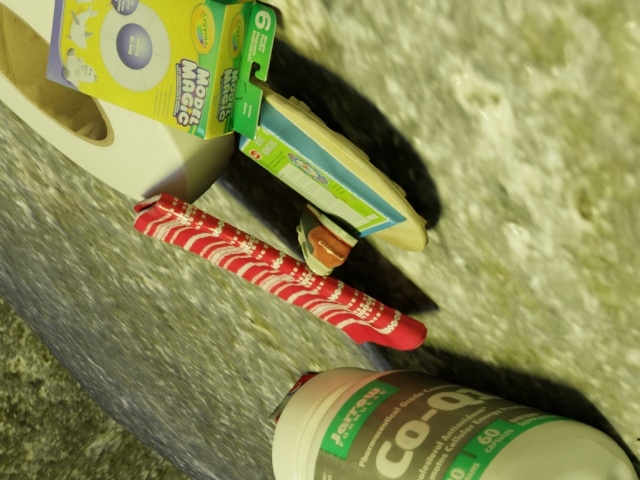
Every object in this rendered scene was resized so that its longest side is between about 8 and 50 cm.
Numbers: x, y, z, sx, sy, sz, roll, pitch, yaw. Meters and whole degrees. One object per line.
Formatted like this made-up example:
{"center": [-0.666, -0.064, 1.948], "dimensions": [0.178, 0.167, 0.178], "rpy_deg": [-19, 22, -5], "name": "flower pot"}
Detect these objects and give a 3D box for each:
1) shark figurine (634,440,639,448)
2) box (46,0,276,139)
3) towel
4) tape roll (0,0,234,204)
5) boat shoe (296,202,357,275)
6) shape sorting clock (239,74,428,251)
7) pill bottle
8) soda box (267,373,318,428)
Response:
{"center": [0.310, 0.281, 1.085], "dimensions": [0.166, 0.116, 0.278], "rpy_deg": [33, 159, 28], "name": "shark figurine"}
{"center": [-0.119, -0.143, 0.944], "dimensions": [0.179, 0.043, 0.105], "rpy_deg": [21, 114, 23], "name": "box"}
{"center": [-0.045, 0.032, 1.201], "dimensions": [0.274, 0.031, 0.199], "rpy_deg": [28, 171, -13], "name": "towel"}
{"center": [-0.246, -0.184, 1.185], "dimensions": [0.392, 0.072, 0.392], "rpy_deg": [37, 161, 15], "name": "tape roll"}
{"center": [0.000, 0.000, 1.114], "dimensions": [0.049, 0.043, 0.137], "rpy_deg": [34, -177, -12], "name": "boat shoe"}
{"center": [0.004, -0.061, 1.008], "dimensions": [0.206, 0.040, 0.206], "rpy_deg": [34, 172, 6], "name": "shape sorting clock"}
{"center": [0.114, 0.237, 1.228], "dimensions": [0.204, 0.204, 0.361], "rpy_deg": [50, 160, -26], "name": "pill bottle"}
{"center": [0.060, 0.288, 1.658], "dimensions": [0.263, 0.083, 0.092], "rpy_deg": [44, 162, -12], "name": "soda box"}
